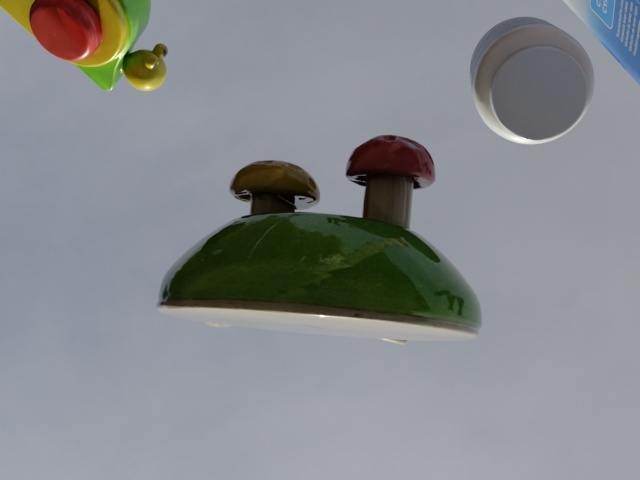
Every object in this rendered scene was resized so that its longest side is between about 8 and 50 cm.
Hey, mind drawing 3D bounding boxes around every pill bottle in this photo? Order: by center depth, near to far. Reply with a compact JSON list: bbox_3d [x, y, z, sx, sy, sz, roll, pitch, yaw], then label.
[{"bbox_3d":[0.171,-0.132,0.678,0.094,0.169,0.094,3,-72,8],"label":"pill bottle"}]

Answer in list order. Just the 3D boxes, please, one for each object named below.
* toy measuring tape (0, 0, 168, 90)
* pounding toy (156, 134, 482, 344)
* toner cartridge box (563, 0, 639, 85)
[{"bbox_3d":[-0.266,-0.269,0.771,0.121,0.121,0.330,-40,-69,20],"label":"toy measuring tape"},{"bbox_3d":[0.000,0.000,0.504,0.183,0.237,0.110,6,-99,-6],"label":"pounding toy"},{"bbox_3d":[0.135,-0.230,0.285,0.075,0.348,0.165,-17,-134,-2],"label":"toner cartridge box"}]
